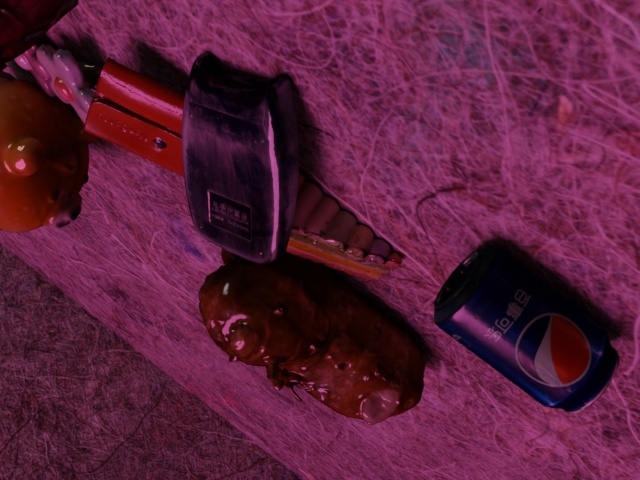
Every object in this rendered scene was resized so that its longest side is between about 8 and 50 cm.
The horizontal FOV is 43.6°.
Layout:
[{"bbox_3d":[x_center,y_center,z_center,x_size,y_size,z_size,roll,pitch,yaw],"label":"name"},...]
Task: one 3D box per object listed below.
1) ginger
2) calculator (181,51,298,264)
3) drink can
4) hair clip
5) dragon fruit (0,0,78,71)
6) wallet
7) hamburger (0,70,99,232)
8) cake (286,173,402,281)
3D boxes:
[{"bbox_3d":[-0.013,0.157,1.221,0.418,0.254,0.176,43,122,-14],"label":"ginger"},{"bbox_3d":[-0.103,-0.088,0.995,0.177,0.040,0.268,22,127,30],"label":"calculator"},{"bbox_3d":[0.238,0.105,0.933,0.205,0.118,0.118,36,156,-3],"label":"drink can"},{"bbox_3d":[-0.389,-0.254,1.178,0.257,0.075,0.146,29,160,26],"label":"hair clip"},{"bbox_3d":[-0.398,-0.306,0.799,0.329,0.329,0.329,29,155,15],"label":"dragon fruit"},{"bbox_3d":[-0.208,-0.149,1.072,0.204,0.045,0.142,25,144,-12],"label":"wallet"},{"bbox_3d":[-0.489,-0.139,1.294,0.237,0.276,0.276,8,147,19],"label":"hamburger"},{"bbox_3d":[0.006,-0.019,1.111,0.225,0.090,0.109,22,157,-16],"label":"cake"}]
